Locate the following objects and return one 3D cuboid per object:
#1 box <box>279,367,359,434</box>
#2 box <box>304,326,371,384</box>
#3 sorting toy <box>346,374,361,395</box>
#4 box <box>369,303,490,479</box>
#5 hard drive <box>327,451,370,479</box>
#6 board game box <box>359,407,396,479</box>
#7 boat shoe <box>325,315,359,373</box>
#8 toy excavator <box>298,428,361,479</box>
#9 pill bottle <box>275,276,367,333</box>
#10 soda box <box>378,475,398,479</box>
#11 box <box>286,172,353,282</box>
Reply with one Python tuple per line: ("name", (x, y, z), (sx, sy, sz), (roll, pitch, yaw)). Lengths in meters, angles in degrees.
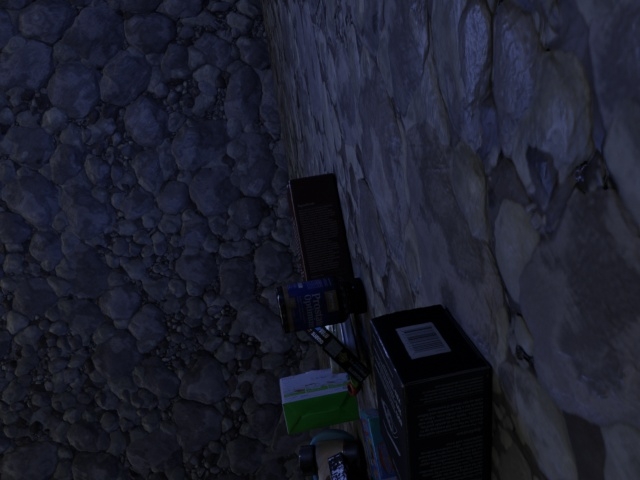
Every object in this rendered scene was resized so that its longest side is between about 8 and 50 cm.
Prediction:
("box", (-0.012, 0.579, 2.000), (0.231, 0.261, 0.127), (-140, 41, -79))
("box", (0.028, 0.293, 1.528), (0.175, 0.051, 0.220), (48, 172, -27))
("sorting toy", (0.113, 0.444, 1.711), (0.061, 0.042, 0.102), (55, 147, 39))
("box", (0.140, 0.216, 0.711), (0.153, 0.108, 0.207), (-114, 14, -65))
("hard drive", (0.127, 0.873, 1.705), (0.237, 0.064, 0.339), (54, -170, -36))
("board game box", (0.155, 0.556, 1.414), (0.160, 0.047, 0.210), (110, 149, -79))
("boat shoe", (0.049, 0.278, 1.726), (0.109, 0.094, 0.302), (88, 170, -53))
("toy excavator", (0.084, 0.927, 2.154), (0.445, 0.222, 0.433), (-31, -69, -82))
("pill bottle", (0.002, 0.159, 1.386), (0.123, 0.219, 0.123), (170, 90, -84))
("soda box", (0.170, 0.601, 1.174), (0.263, 0.083, 0.092), (85, 172, -47))
("box", (-0.001, 0.014, 1.581), (0.191, 0.143, 0.382), (135, 124, -83))
